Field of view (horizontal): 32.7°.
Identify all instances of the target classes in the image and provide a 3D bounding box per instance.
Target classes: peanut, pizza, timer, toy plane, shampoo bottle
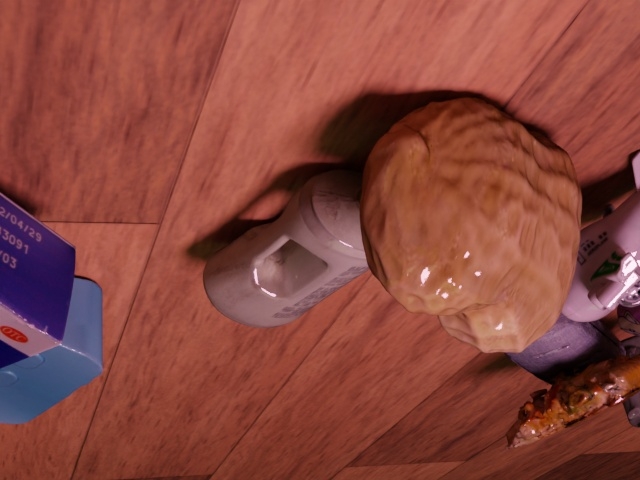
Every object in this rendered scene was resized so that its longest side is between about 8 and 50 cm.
[{"bbox_3d":[0.127,-0.016,0.888,0.110,0.196,0.233,4,164,42],"label":"peanut"},{"bbox_3d":[0.331,0.193,1.382,0.147,0.069,0.226,-20,166,-33],"label":"pizza"},{"bbox_3d":[-0.373,0.102,1.106,0.250,0.091,0.232,16,147,-35],"label":"timer"},{"bbox_3d":[0.281,0.003,1.025,0.080,0.174,0.174,34,147,-2],"label":"toy plane"},{"bbox_3d":[0.000,0.000,0.991,0.118,0.087,0.234,10,150,-35],"label":"shampoo bottle"}]

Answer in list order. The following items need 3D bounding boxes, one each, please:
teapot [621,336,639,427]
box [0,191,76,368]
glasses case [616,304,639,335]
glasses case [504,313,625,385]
[{"bbox_3d":[0.503,0.219,1.543,0.239,0.149,0.162,15,146,-39],"label":"teapot"},{"bbox_3d":[-0.382,0.044,0.898,0.299,0.106,0.200,-21,139,25],"label":"box"},{"bbox_3d":[0.423,0.035,1.202,0.123,0.075,0.316,-5,156,-8],"label":"glasses case"},{"bbox_3d":[0.314,0.136,1.403,0.109,0.067,0.282,-24,153,22],"label":"glasses case"}]
